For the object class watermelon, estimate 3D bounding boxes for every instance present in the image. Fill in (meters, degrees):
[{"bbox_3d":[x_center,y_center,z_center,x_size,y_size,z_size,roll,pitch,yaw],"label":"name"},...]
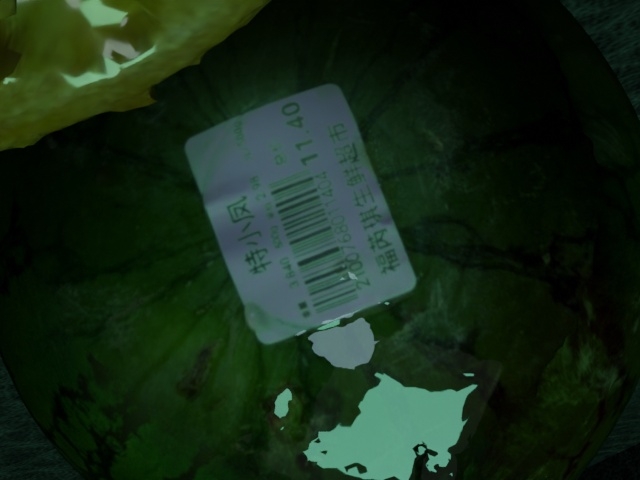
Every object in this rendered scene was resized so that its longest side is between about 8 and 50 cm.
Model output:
[{"bbox_3d":[0.000,0.000,0.746,0.363,0.363,0.363,-14,159,-6],"label":"watermelon"}]

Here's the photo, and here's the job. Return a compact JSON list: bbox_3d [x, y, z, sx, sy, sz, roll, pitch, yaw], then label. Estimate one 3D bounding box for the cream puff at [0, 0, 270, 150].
[{"bbox_3d":[-0.133,-0.160,0.372,0.343,0.231,0.327,-19,163,-5],"label":"cream puff"}]
